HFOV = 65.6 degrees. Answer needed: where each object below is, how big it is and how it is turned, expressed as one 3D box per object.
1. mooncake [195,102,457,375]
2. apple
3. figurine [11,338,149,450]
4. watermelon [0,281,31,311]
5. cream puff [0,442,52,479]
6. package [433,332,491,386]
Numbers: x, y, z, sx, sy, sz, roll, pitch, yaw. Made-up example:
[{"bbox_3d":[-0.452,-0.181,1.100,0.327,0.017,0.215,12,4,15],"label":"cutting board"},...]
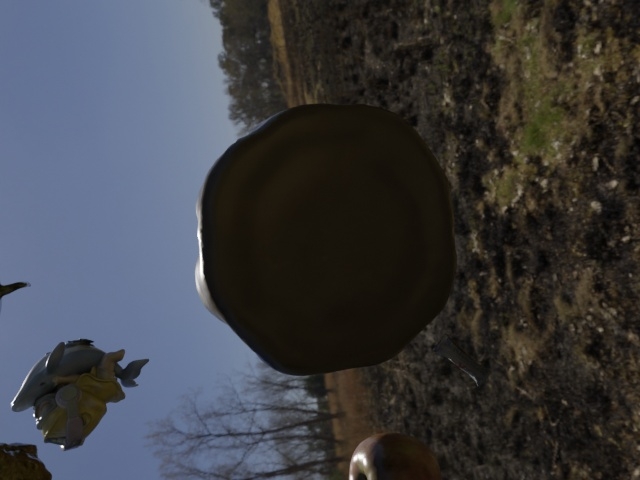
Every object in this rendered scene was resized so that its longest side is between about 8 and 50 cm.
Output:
[{"bbox_3d":[0.000,0.000,0.724,0.201,0.378,0.378,176,83,-73],"label":"mooncake"},{"bbox_3d":[0.155,0.494,1.020,0.188,0.174,0.188,-174,90,-71],"label":"apple"},{"bbox_3d":[-0.399,0.251,0.836,0.128,0.208,0.184,-58,49,39],"label":"figurine"},{"bbox_3d":[-0.501,0.081,0.634,0.188,0.215,0.188,175,90,-68],"label":"watermelon"},{"bbox_3d":[-0.659,0.494,0.970,0.244,0.244,0.196,83,-160,-69],"label":"cream puff"},{"bbox_3d":[0.241,0.204,0.839,0.110,0.037,0.015,39,178,-6],"label":"package"}]
